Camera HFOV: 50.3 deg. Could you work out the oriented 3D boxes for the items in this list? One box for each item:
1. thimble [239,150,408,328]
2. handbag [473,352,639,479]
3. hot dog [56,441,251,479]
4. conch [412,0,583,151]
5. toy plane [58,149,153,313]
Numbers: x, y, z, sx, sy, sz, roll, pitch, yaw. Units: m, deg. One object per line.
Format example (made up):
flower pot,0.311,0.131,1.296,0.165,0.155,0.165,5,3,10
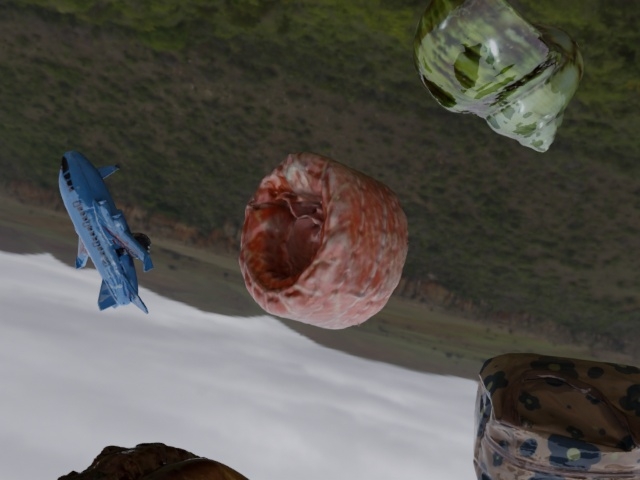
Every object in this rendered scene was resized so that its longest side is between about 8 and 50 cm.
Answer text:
thimble,0.000,0.000,0.977,0.162,0.239,0.239,15,175,-42
handbag,0.329,0.264,0.905,0.251,0.190,0.193,3,-167,15
hot dog,-0.182,0.306,0.568,0.185,0.223,0.405,-28,180,21
conch,0.175,-0.172,0.671,0.181,0.124,0.187,29,-164,-2
toy plane,-0.343,-0.013,1.087,0.105,0.272,0.254,-18,-168,-40
